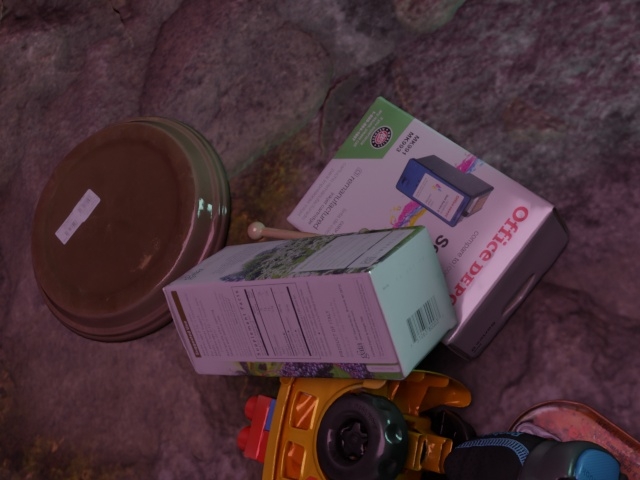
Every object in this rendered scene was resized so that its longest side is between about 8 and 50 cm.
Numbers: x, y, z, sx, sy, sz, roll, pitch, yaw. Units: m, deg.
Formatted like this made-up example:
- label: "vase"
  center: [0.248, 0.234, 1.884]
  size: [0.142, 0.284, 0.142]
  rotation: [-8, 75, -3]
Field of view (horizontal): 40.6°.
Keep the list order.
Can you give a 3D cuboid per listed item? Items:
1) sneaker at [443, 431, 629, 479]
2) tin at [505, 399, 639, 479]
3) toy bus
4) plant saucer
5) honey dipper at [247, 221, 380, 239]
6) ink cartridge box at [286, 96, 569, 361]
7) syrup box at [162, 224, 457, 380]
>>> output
- label: "sneaker"
  center: [0.161, 0.317, 0.669]
  size: [0.140, 0.125, 0.340]
  rotation: [-1, 84, 52]
- label: "tin"
  center: [0.235, 0.212, 0.710]
  size: [0.190, 0.040, 0.106]
  rotation: [37, 87, 30]
- label: "toy bus"
  center: [0.010, 0.215, 0.764]
  size: [0.211, 0.149, 0.220]
  rotation: [2, 77, 40]
- label: "plant saucer"
  center: [-0.233, -0.021, 1.006]
  size: [0.278, 0.041, 0.277]
  rotation: [-8, 71, 24]
- label: "honey dipper"
  center: [0.000, 0.000, 0.791]
  size: [0.161, 0.030, 0.030]
  rotation: [6, 76, 32]
- label: "ink cartridge box"
  center: [0.100, -0.013, 0.814]
  size: [0.212, 0.093, 0.154]
  rotation: [39, 93, 28]
- label: "syrup box"
  center: [-0.015, 0.056, 0.749]
  size: [0.237, 0.093, 0.096]
  rotation: [-7, 109, 39]
